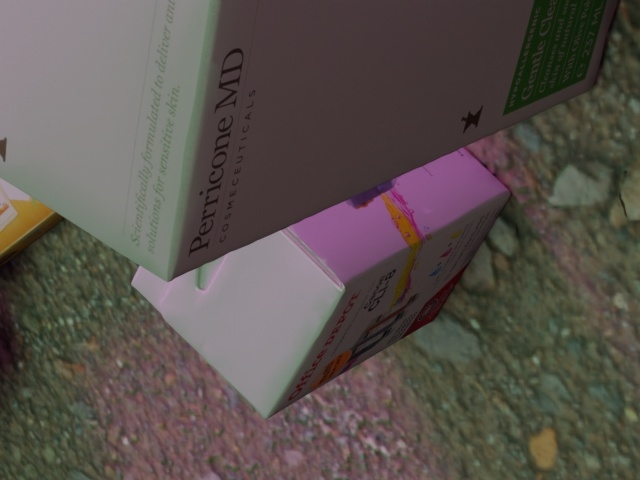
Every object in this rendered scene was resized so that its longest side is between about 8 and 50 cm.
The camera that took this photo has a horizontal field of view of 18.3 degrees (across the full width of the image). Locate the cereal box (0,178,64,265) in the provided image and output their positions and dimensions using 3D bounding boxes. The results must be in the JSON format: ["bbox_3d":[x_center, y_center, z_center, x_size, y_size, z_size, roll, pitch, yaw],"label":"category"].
[{"bbox_3d":[-0.269,-0.110,1.499,0.173,0.047,0.240,-32,86,45],"label":"cereal box"}]

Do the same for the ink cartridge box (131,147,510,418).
[{"bbox_3d":[0.000,0.000,1.223,0.127,0.176,0.128,44,132,17],"label":"ink cartridge box"}]

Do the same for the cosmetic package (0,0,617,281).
[{"bbox_3d":[0.005,-0.143,1.023,0.155,0.365,0.197,31,127,28],"label":"cosmetic package"}]
